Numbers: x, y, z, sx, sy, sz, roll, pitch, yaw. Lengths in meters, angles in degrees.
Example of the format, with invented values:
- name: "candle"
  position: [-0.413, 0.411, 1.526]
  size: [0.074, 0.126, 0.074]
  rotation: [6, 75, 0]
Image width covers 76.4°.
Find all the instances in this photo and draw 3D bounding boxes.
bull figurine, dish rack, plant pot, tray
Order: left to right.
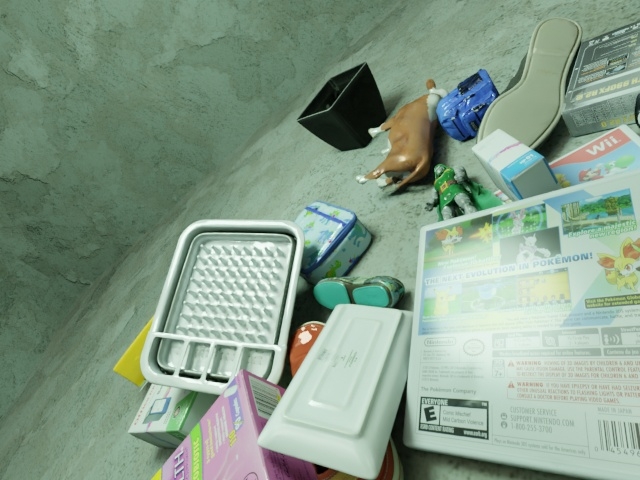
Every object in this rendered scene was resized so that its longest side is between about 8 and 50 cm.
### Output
- name: "dish rack"
  position: [-0.172, 0.121, 0.786]
  size: [0.285, 0.072, 0.333]
  rotation: [1, 66, 18]
- name: "plant pot"
  position: [0.078, -0.369, 1.183]
  size: [0.188, 0.167, 0.187]
  rotation: [-56, 29, -15]
- name: "tray"
  position: [0.040, 0.163, 0.535]
  size: [0.145, 0.030, 0.270]
  rotation: [2, 29, 24]
- name: "bull figurine"
  position: [0.193, -0.231, 0.915]
  size: [0.188, 0.101, 0.311]
  rotation: [-27, 29, 42]

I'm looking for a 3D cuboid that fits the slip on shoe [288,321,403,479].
- name: "slip on shoe"
  position: [0.008, 0.215, 0.585]
  size: [0.123, 0.101, 0.331]
  rotation: [-45, 26, 6]

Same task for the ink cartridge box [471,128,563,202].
- name: "ink cartridge box"
  position: [0.276, -0.094, 0.571]
  size: [0.052, 0.088, 0.122]
  rotation: [-38, 28, 16]

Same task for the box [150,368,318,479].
- name: "box"
  position: [-0.119, 0.347, 0.546]
  size: [0.243, 0.117, 0.213]
  rotation: [-51, 28, 5]

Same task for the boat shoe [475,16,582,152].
- name: "boat shoe"
  position: [0.368, -0.241, 0.714]
  size: [0.112, 0.095, 0.335]
  rotation: [24, 73, 23]

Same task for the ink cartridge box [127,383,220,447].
- name: "ink cartridge box"
  position: [-0.279, 0.334, 0.838]
  size: [0.212, 0.093, 0.154]
  rotation: [-24, 35, 40]

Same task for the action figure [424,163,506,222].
- name: "action figure"
  position: [0.227, -0.070, 0.694]
  size: [0.137, 0.063, 0.232]
  rotation: [-47, 19, 30]

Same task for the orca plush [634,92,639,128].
- name: "orca plush"
  position: [0.460, -0.096, 0.417]
  size: [0.151, 0.102, 0.287]
  rotation: [-9, 26, -29]

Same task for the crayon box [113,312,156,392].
- name: "crayon box"
  position: [-0.432, 0.256, 1.073]
  size: [0.203, 0.083, 0.323]
  rotation: [-56, 13, -18]

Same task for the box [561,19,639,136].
- name: "box"
  position: [0.490, -0.256, 0.576]
  size: [0.231, 0.056, 0.183]
  rotation: [-7, 48, 51]

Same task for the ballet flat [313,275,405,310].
- name: "ballet flat"
  position: [0.069, 0.091, 0.714]
  size: [0.188, 0.070, 0.070]
  rotation: [-3, 50, 48]

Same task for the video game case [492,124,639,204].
- name: "video game case"
  position: [0.341, -0.018, 0.507]
  size: [0.204, 0.025, 0.285]
  rotation: [-31, 31, 28]

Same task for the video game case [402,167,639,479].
- name: "video game case"
  position: [0.244, 0.082, 0.437]
  size: [0.328, 0.036, 0.300]
  rotation: [-17, 52, 44]

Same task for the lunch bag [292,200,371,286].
- name: "lunch bag"
  position: [0.000, 0.000, 0.895]
  size: [0.176, 0.090, 0.219]
  rotation: [-47, 28, -6]

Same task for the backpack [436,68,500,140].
- name: "backpack"
  position: [0.296, -0.260, 0.809]
  size: [0.120, 0.098, 0.101]
  rotation: [-28, 36, 29]
